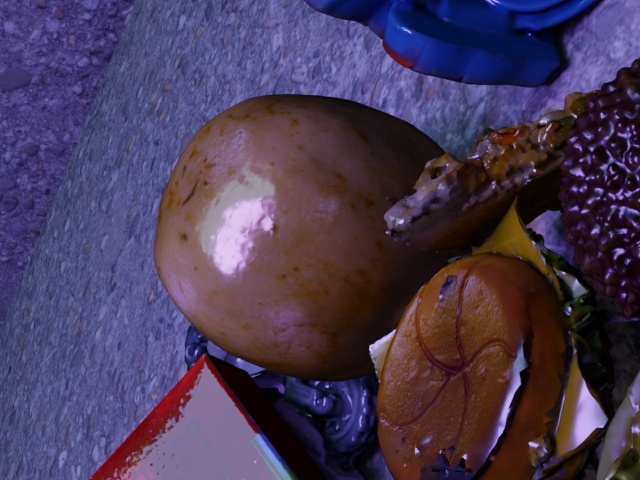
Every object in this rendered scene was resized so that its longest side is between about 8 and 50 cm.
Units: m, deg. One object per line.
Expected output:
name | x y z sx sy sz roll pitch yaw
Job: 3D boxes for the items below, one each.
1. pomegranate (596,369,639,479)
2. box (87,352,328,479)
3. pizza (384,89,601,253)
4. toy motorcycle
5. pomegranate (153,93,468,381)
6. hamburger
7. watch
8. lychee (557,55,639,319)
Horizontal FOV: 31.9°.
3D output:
pomegranate | 0.273 0.135 0.464 0.340 0.260 0.260 34 106 33
box | -0.074 0.283 1.024 0.197 0.089 0.313 -47 54 6
pizza | 0.145 -0.051 0.875 0.069 0.226 0.147 63 176 19
toy motorcycle | -0.058 0.188 1.204 0.327 0.143 0.188 15 91 49
pomegranate | -0.011 -0.004 1.040 0.307 0.307 0.307 -43 37 45
hamburger | 0.143 0.116 0.830 0.243 0.138 0.262 -49 33 39
watch | 0.116 -0.305 0.982 0.241 0.305 0.274 -102 31 -45
lychee | 0.232 -0.036 0.702 0.188 0.188 0.188 -43 37 45
